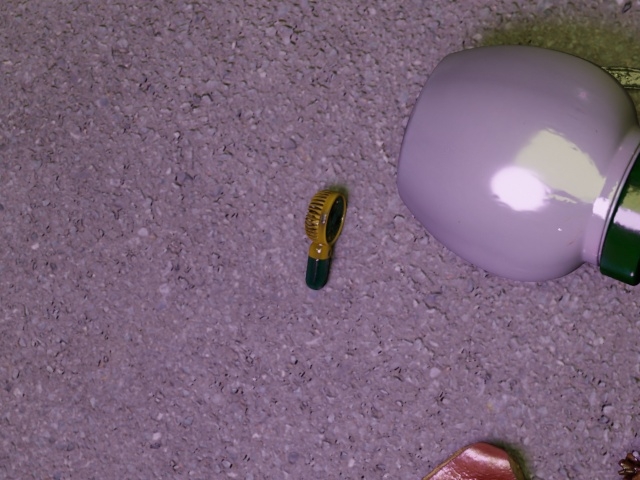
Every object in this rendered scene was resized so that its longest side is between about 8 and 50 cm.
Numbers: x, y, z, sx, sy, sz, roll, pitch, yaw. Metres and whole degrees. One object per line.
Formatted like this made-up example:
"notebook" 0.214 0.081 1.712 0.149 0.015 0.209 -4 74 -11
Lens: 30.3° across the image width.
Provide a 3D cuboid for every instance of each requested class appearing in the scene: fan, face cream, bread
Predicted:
"fan" 0.000 0.000 1.767 0.039 0.082 0.155 14 106 19
"face cream" 0.298 -0.098 1.598 0.356 0.219 0.313 23 103 21
"bread" 0.239 0.347 1.711 0.192 0.067 0.119 20 104 15

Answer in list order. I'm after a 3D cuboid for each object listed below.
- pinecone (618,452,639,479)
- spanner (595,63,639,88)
"pinecone" 0.527 0.361 1.558 0.243 0.243 0.257 -36 62 13
"spanner" 0.494 -0.225 1.655 0.325 0.026 0.093 8 92 16
